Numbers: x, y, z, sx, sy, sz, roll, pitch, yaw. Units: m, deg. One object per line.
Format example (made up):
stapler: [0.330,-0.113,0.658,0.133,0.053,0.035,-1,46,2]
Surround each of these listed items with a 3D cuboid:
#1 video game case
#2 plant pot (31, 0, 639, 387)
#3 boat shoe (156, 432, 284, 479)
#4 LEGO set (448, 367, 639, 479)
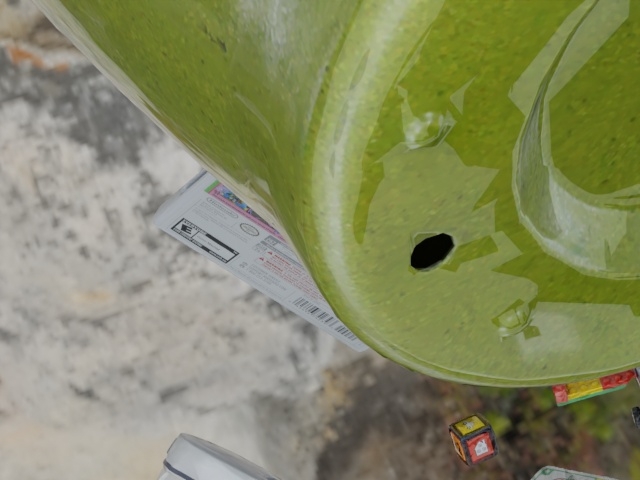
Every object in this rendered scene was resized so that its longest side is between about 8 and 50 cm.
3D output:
video game case: [0.000,0.000,1.229,0.212,0.023,0.193,33,146,-16]
plant pot: [0.036,-0.156,0.487,0.366,0.353,0.366,-18,142,-15]
boat shoe: [-0.016,0.234,1.139,0.088,0.267,0.096,-63,158,0]
LEGO set: [0.190,0.094,0.867,0.182,0.244,0.060,-37,118,-38]
